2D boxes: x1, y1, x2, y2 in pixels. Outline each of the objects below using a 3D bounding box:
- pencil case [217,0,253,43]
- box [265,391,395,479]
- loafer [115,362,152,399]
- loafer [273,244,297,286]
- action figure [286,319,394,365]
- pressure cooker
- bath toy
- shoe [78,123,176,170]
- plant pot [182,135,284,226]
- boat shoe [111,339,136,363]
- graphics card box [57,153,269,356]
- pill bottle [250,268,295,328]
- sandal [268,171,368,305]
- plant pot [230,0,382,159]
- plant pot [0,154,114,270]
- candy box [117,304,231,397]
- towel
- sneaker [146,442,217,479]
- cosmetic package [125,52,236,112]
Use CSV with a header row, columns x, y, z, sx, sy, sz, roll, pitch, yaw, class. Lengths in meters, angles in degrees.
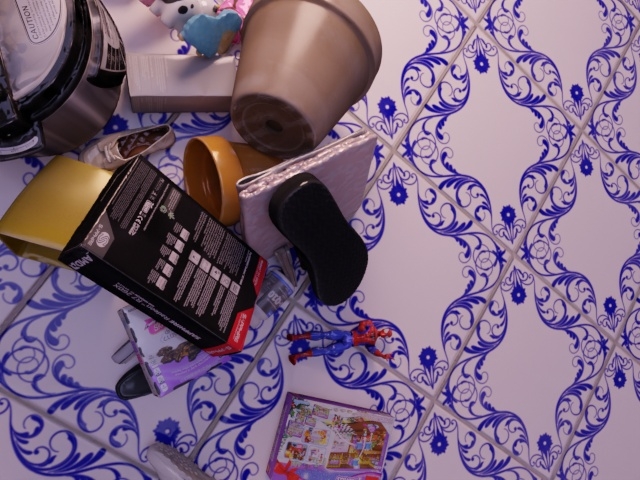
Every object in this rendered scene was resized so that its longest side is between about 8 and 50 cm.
x,y,z,sx,sy,sz,roll,pitch,yaw,class
-0.172,-0.583,1.162,0.209,0.095,0.098,-55,139,-15,pencil case
0.030,0.513,1.200,0.293,0.057,0.201,18,81,-18,box
-0.346,0.290,1.066,0.223,0.078,0.076,-22,95,-19,loafer
-0.086,0.066,1.172,0.039,0.045,0.125,-15,126,-8,loafer
0.070,0.256,1.189,0.280,0.139,0.092,-6,91,-22,action figure
-0.564,-0.339,0.820,0.369,0.420,0.376,29,86,-10,pressure cooker
-0.330,-0.549,1.043,0.348,0.151,0.129,44,98,12,bath toy
-0.433,-0.215,1.068,0.218,0.058,0.077,-25,96,-19,shoe
-0.186,-0.141,1.092,0.187,0.205,0.205,-15,93,-35,plant pot
-0.350,0.211,1.066,0.226,0.083,0.076,-38,99,-18,boat shoe
-0.278,0.040,0.934,0.371,0.094,0.233,44,43,-34,graphics card box
-0.134,0.141,1.148,0.137,0.078,0.078,-45,102,-15,pill bottle
0.001,-0.002,1.098,0.167,0.107,0.446,-39,141,-11,sandal
-0.053,-0.341,1.034,0.323,0.323,0.281,28,61,-16,plant pot
-0.493,-0.046,0.974,0.212,0.212,0.187,18,70,-18,plant pot
-0.308,0.201,1.007,0.164,0.070,0.196,-24,90,-31,candy box
-0.035,-0.090,1.088,0.331,0.317,0.053,-27,66,-18,towel
-0.311,0.553,1.068,0.095,0.090,0.235,-44,100,-6,sneaker
-0.312,-0.353,1.083,0.237,0.127,0.107,-9,90,-21,cosmetic package
